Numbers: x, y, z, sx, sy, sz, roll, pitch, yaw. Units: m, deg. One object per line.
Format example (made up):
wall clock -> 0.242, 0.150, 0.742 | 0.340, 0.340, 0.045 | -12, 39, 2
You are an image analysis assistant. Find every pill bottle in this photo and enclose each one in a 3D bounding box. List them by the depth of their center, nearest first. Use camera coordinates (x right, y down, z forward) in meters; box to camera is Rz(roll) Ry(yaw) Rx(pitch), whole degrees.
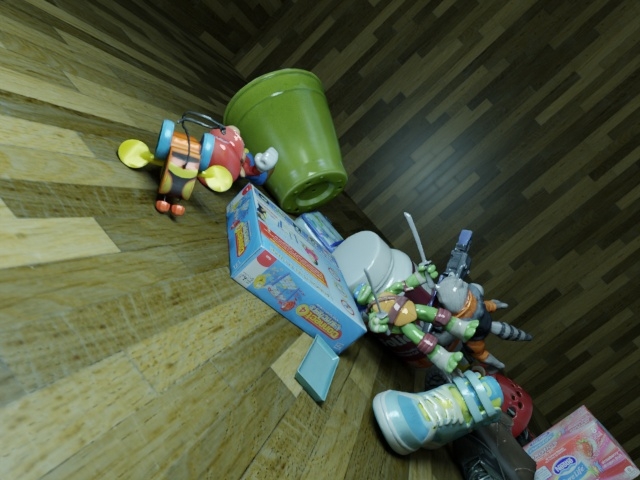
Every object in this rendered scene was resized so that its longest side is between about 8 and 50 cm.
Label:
pill bottle -> 0.202, 0.165, 1.301 | 0.392, 0.224, 0.224 | 42, 13, -26

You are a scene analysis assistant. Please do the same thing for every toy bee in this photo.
toy bee -> -0.264, -0.131, 0.859 | 0.195, 0.162, 0.298 | 16, 0, -2

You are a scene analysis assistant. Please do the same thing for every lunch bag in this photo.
lunch bag -> 0.000, 0.000, 1.456 | 0.176, 0.090, 0.219 | 52, 13, 7

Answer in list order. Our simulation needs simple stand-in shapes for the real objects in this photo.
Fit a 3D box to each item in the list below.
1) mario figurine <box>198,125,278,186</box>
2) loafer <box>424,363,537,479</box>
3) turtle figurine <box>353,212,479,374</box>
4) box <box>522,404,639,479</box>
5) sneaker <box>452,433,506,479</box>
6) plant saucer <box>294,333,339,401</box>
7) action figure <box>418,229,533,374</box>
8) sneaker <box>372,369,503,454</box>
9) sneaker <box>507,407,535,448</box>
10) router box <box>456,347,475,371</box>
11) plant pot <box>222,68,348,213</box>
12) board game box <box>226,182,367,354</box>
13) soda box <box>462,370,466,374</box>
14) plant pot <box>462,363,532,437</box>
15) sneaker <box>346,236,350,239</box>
mario figurine -> -0.203, -0.220, 1.189 | 0.320, 0.198, 0.170 | -23, 93, -83
loafer -> 0.397, 0.458, 1.199 | 0.130, 0.134, 0.366 | -26, 80, -33
turtle figurine -> 0.200, 0.138, 1.017 | 0.266, 0.275, 0.198 | 32, 26, 12
box -> 0.621, 0.588, 1.240 | 0.154, 0.300, 0.142 | 49, 13, 11
sneaker -> 0.343, 0.507, 1.030 | 0.130, 0.087, 0.227 | 47, 15, -39
plant saucer -> -0.005, 0.226, 0.866 | 0.067, 0.018, 0.192 | 48, 11, 1
action figure -> 0.391, 0.151, 1.199 | 0.178, 0.341, 0.330 | 7, -18, 46
sneaker -> 0.244, 0.323, 0.950 | 0.319, 0.208, 0.127 | 31, 31, -55
sneaker -> 0.677, 0.658, 1.718 | 0.135, 0.097, 0.276 | 47, 13, -15
router box -> 0.398, 0.363, 1.589 | 0.179, 0.133, 0.046 | 51, 11, 19
plant pot -> -0.087, -0.292, 1.572 | 0.366, 0.366, 0.353 | 23, 39, -64
board game box -> -0.062, 0.054, 1.051 | 0.308, 0.086, 0.302 | 42, 13, -28
soda box -> 0.505, 0.513, 1.670 | 0.061, 0.058, 0.181 | 48, 11, 1
plant pot -> 0.514, 0.491, 1.472 | 0.174, 0.191, 0.191 | 39, 13, -8
sneaker -> 0.103, 0.073, 1.414 | 0.088, 0.093, 0.225 | 27, -26, 26
